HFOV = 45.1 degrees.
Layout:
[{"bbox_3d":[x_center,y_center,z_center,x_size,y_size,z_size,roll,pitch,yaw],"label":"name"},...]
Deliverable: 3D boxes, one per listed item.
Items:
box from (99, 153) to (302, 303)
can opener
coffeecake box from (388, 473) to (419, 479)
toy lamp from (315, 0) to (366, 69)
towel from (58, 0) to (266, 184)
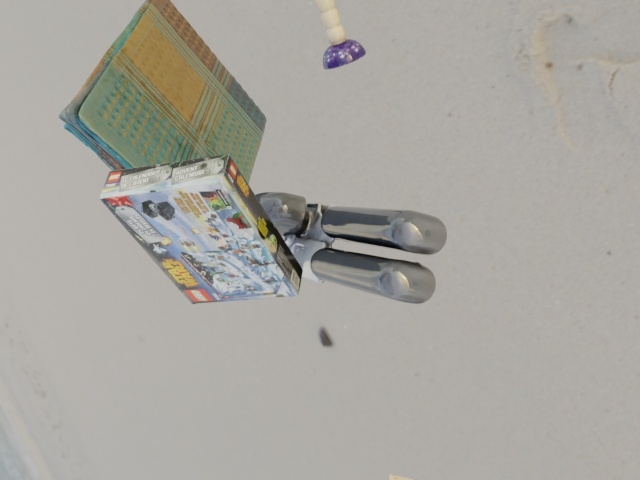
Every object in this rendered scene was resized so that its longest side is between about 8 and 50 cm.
[{"bbox_3d":[-0.080,-0.003,0.551,0.093,0.027,0.137,-6,142,20],"label":"box"},{"bbox_3d":[0.000,0.000,0.673,0.283,0.095,0.076,-171,95,-69],"label":"can opener"},{"bbox_3d":[0.163,0.365,0.915,0.185,0.142,0.068,10,112,6],"label":"coffeecake box"},{"bbox_3d":[-0.006,-0.395,1.134,0.080,0.080,0.275,6,126,50],"label":"toy lamp"},{"bbox_3d":[-0.185,-0.159,1.035,0.040,0.370,0.271,-26,122,24],"label":"towel"}]
